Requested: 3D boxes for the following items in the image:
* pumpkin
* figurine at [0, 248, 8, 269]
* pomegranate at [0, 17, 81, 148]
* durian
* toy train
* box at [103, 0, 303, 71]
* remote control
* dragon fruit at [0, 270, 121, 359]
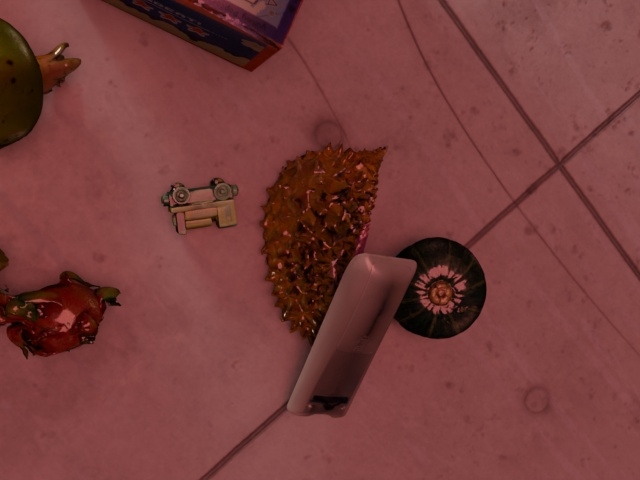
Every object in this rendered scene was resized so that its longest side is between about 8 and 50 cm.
[{"bbox_3d":[0.185,0.079,1.505,0.167,0.125,0.167,0,91,-13],"label":"pumpkin"},{"bbox_3d":[-0.596,0.120,1.289,0.168,0.187,0.315,33,90,-4],"label":"figurine"},{"bbox_3d":[-0.456,-0.230,1.292,0.246,0.198,0.198,-27,99,-14],"label":"pomegranate"},{"bbox_3d":[0.000,0.001,1.461,0.191,0.112,0.341,11,92,-17],"label":"durian"},{"bbox_3d":[-0.185,-0.054,1.445,0.122,0.050,0.081,-10,102,-15],"label":"toy train"},{"bbox_3d":[-0.148,-0.475,1.328,0.319,0.257,0.348,25,86,-16],"label":"box"},{"bbox_3d":[0.052,0.159,1.437,0.109,0.055,0.313,8,118,-29],"label":"remote control"},{"bbox_3d":[-0.394,0.110,1.346,0.175,0.138,0.142,22,84,-37],"label":"dragon fruit"}]
